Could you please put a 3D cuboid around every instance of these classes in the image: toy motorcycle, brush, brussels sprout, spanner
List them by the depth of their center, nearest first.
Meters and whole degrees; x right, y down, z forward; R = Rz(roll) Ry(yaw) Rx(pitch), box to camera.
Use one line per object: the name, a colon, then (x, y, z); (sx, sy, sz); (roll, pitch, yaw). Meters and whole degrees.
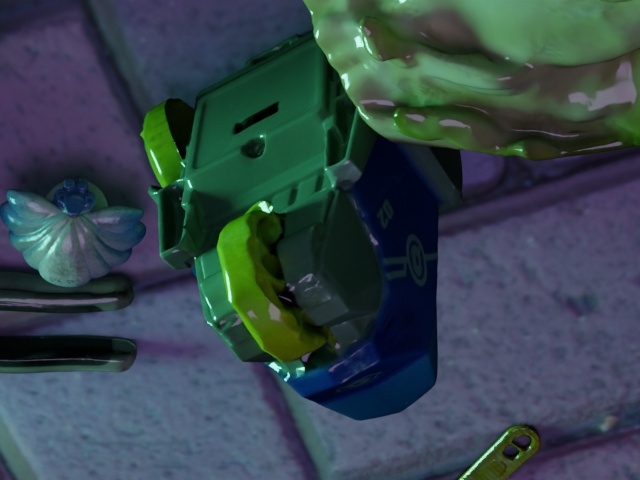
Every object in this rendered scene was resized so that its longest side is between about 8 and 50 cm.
brussels sprout: (0.178, -0.186, 0.867); (0.371, 0.315, 0.276); (-12, 115, 29)
toy motorcycle: (0.000, 0.000, 1.001); (0.191, 0.326, 0.200); (-26, 120, 16)
spanner: (-0.308, 0.064, 1.210); (0.324, 0.040, 0.096); (0, 123, -1)
brush: (0.113, 0.232, 1.326); (0.082, 0.010, 0.218); (34, 116, -19)

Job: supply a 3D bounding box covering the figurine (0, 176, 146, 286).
figurine: (-0.187, -0.004, 1.156); (0.114, 0.079, 0.114); (-3, 159, -1)
